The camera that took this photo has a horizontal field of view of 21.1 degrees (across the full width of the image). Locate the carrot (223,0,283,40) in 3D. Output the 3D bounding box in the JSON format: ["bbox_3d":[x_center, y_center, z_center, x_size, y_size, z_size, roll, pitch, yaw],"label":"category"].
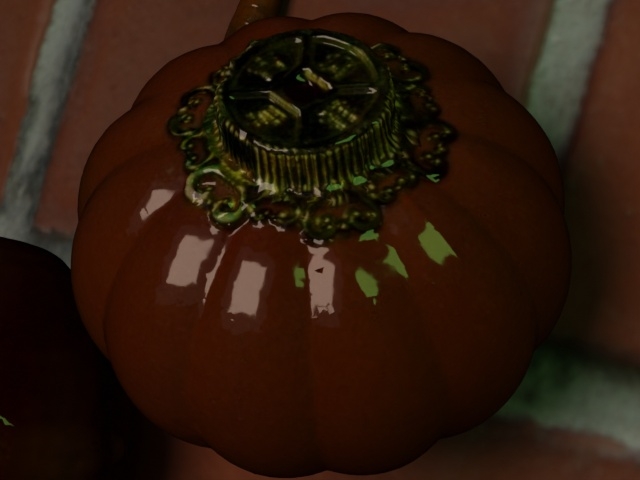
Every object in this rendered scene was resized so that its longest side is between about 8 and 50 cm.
[{"bbox_3d":[-0.040,-0.100,0.925,0.032,0.032,0.093,9,79,38],"label":"carrot"}]

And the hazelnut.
[{"bbox_3d":[-0.204,0.090,0.882,0.208,0.208,0.208,-12,70,34],"label":"hazelnut"}]

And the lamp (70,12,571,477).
[{"bbox_3d":[0.000,0.000,0.760,0.223,0.196,0.223,-2,52,3],"label":"lamp"}]
